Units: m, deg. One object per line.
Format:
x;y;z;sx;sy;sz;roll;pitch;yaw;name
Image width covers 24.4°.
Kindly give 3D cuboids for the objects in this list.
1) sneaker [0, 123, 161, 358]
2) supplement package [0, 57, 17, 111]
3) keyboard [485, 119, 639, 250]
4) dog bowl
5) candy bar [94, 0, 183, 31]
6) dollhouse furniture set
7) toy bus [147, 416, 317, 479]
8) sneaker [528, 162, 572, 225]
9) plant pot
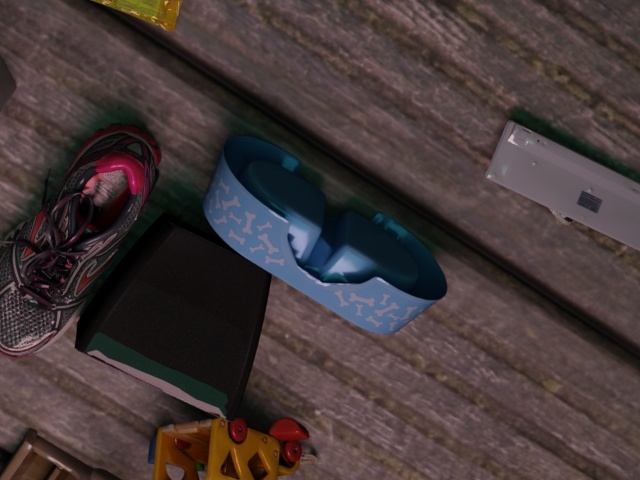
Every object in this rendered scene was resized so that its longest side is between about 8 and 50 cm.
-0.288;0.004;1.650;0.121;0.112;0.299;30;104;-11;sneaker
-0.490;-0.167;1.542;0.263;0.198;0.199;-27;107;5;supplement package
0.311;-0.053;1.695;0.256;0.014;0.072;24;92;-14;keyboard
0.000;0.000;1.642;0.297;0.166;0.074;31;114;-11;dog bowl
-0.230;-0.273;1.617;0.161;0.018;0.040;19;101;-8;candy bar
-0.305;0.342;1.682;0.161;0.242;0.212;33;102;-11;dollhouse furniture set
-0.097;0.270;1.687;0.202;0.191;0.104;6;67;-5;toy bus
0.269;-0.054;1.701;0.037;0.032;0.083;-40;107;5;sneaker
-0.150;0.074;1.649;0.188;0.187;0.167;27;92;-10;plant pot
